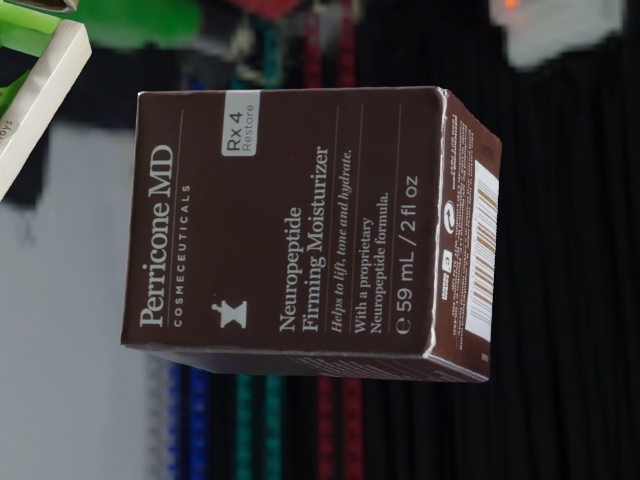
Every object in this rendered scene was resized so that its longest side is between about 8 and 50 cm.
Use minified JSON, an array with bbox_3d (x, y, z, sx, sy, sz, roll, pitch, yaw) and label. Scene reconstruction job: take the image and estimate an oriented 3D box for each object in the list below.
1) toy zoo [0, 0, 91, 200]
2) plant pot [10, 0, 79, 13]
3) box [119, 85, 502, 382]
[{"bbox_3d":[-0.308,-0.089,1.137,0.293,0.192,0.030,17,-31,16],"label":"toy zoo"},{"bbox_3d":[-0.184,-0.278,0.968,0.237,0.254,0.237,22,-4,2],"label":"plant pot"},{"bbox_3d":[0.000,0.000,1.239,0.203,0.168,0.167,0,-8,17],"label":"box"}]
